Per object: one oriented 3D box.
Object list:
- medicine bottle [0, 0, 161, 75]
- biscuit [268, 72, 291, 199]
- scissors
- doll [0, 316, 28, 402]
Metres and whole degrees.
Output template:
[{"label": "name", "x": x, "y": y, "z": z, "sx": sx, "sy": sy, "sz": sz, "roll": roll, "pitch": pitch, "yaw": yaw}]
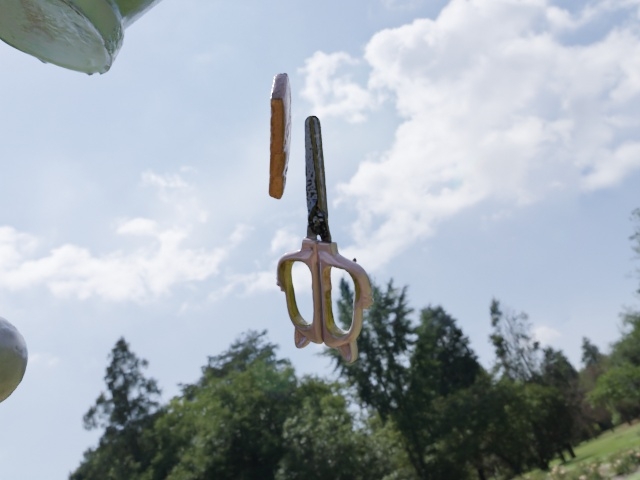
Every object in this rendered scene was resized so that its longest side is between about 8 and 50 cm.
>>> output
[{"label": "medicine bottle", "x": -0.285, "y": -0.375, "z": 0.762, "sx": 0.245, "sy": 0.289, "sz": 0.245, "roll": 18, "pitch": -18, "yaw": 6}, {"label": "biscuit", "x": -0.083, "y": -0.240, "z": 1.343, "sx": 0.043, "sy": 0.283, "sz": 0.306, "roll": 4, "pitch": -8, "yaw": -3}, {"label": "scissors", "x": 0.000, "y": 0.000, "z": 0.813, "sx": 0.160, "sy": 0.317, "sz": 0.024, "roll": 9, "pitch": 18, "yaw": 37}, {"label": "doll", "x": -0.480, "y": 0.177, "z": 0.826, "sx": 0.151, "sy": 0.150, "sz": 0.287, "roll": -16, "pitch": 6, "yaw": -11}]
